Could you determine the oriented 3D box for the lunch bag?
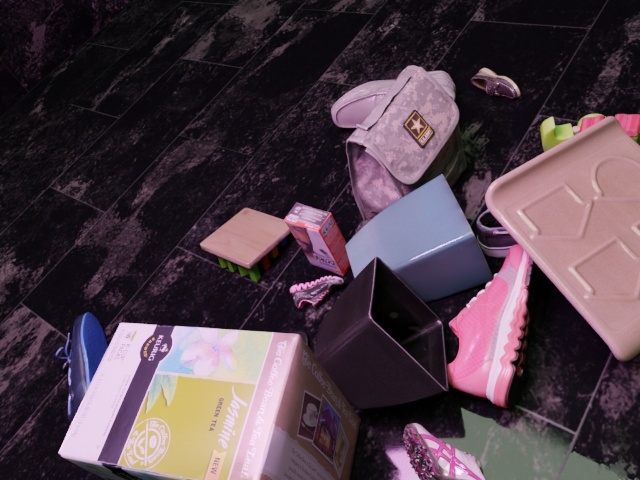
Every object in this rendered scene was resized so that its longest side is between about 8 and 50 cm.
[{"bbox_3d":[0.178,-0.184,1.159,0.169,0.287,0.235,21,63,35],"label":"lunch bag"}]

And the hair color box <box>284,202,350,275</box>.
[{"bbox_3d":[0.000,0.000,1.167,0.093,0.167,0.053,19,63,34],"label":"hair color box"}]

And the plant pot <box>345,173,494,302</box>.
[{"bbox_3d":[0.180,0.023,1.079,0.234,0.165,0.165,-26,47,12],"label":"plant pot"}]

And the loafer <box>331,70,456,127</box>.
[{"bbox_3d":[0.183,-0.348,1.408,0.320,0.112,0.111,-15,40,11],"label":"loafer"}]

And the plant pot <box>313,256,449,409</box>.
[{"bbox_3d":[0.091,0.177,0.951,0.167,0.188,0.187,-38,17,24],"label":"plant pot"}]

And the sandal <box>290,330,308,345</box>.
[{"bbox_3d":[-0.102,0.239,1.104,0.179,0.040,0.067,-31,47,-2],"label":"sandal"}]

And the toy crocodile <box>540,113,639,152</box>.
[{"bbox_3d":[0.621,-0.207,1.107,0.341,0.105,0.115,6,56,27],"label":"toy crocodile"}]

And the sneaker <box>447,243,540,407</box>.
[{"bbox_3d":[0.299,0.127,0.972,0.136,0.116,0.313,5,54,31],"label":"sneaker"}]

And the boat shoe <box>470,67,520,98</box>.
[{"bbox_3d":[0.431,-0.379,1.367,0.049,0.056,0.152,-36,38,0],"label":"boat shoe"}]

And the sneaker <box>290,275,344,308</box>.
[{"bbox_3d":[-0.004,0.112,1.169,0.119,0.047,0.057,-18,65,14],"label":"sneaker"}]

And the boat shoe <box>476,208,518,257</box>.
[{"bbox_3d":[0.448,-0.058,1.062,0.301,0.102,0.108,-15,49,12],"label":"boat shoe"}]

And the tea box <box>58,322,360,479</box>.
[{"bbox_3d":[-0.143,0.306,0.873,0.324,0.329,0.220,-2,52,23],"label":"tea box"}]

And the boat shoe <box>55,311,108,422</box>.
[{"bbox_3d":[-0.534,0.274,1.223,0.089,0.109,0.258,-27,45,6],"label":"boat shoe"}]

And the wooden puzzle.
[{"bbox_3d":[0.497,-0.012,0.947,0.322,0.080,0.348,-29,71,-15],"label":"wooden puzzle"}]

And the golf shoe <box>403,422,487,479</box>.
[{"bbox_3d":[0.204,0.358,0.870,0.086,0.067,0.186,-11,35,-28],"label":"golf shoe"}]

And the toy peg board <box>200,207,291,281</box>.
[{"bbox_3d":[-0.164,0.014,1.304,0.161,0.079,0.160,19,47,33],"label":"toy peg board"}]
